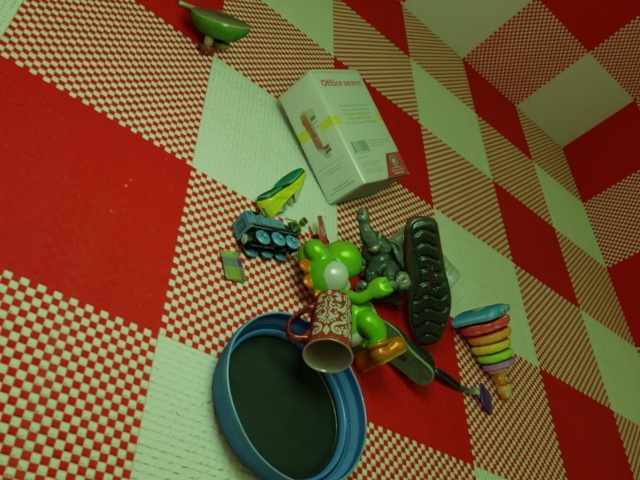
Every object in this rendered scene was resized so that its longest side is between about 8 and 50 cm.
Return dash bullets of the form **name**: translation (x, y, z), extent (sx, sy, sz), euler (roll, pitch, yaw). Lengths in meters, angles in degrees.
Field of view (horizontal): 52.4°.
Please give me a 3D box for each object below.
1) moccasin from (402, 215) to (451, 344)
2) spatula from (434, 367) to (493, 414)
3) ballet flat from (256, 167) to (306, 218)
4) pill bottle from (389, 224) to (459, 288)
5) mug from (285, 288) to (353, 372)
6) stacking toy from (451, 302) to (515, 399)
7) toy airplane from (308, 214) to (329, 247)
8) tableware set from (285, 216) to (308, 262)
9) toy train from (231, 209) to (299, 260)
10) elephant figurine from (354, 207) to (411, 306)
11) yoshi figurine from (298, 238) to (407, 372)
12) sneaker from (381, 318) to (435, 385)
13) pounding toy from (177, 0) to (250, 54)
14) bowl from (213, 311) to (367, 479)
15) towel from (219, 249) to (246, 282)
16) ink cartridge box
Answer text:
- **moccasin**: translation (0.298, 0.119, 1.933), extent (0.147, 0.139, 0.380), euler (138, -59, -85)
- **spatula**: translation (0.434, 0.442, 1.948), extent (0.296, 0.030, 0.084), euler (30, 43, -30)
- **ballet flat**: translation (-0.101, -0.126, 1.800), extent (0.231, 0.077, 0.077), euler (-46, 118, -53)
- **pill bottle**: translation (0.320, 0.063, 2.059), extent (0.229, 0.131, 0.131), euler (49, 35, -6)
- **mug**: translation (0.010, 0.190, 1.475), extent (0.150, 0.113, 0.169), euler (39, 33, -23)
- **stacking toy**: translation (0.555, 0.363, 2.084), extent (0.175, 0.166, 0.301), euler (-11, 84, -54)
- **toy airplane**: translation (0.000, 0.000, 1.802), extent (0.151, 0.028, 0.151), euler (-17, 90, -76)
- **tableware set**: translation (-0.041, 0.002, 1.787), extent (0.104, 0.024, 0.154), euler (17, 48, -41)
- **toy train**: translation (-0.133, -0.012, 1.647), extent (0.184, 0.080, 0.105), euler (9, 48, -45)
- **elephant figurine**: translation (0.172, 0.050, 1.864), extent (0.169, 0.186, 0.239), euler (1, 63, -20)
- **yoshi figurine**: translation (0.089, 0.141, 1.679), extent (0.362, 0.204, 0.203), euler (58, 10, 5)
- **sneaker**: translation (0.228, 0.301, 1.809), extent (0.222, 0.083, 0.118), euler (48, 15, 4)
- **pounding toy**: translation (-0.324, -0.627, 1.965), extent (0.183, 0.110, 0.237), euler (1, 30, -37)
- **bowl**: translation (-0.063, 0.346, 1.413), extent (0.391, 0.077, 0.391), euler (30, 40, -29)
- **towel**: translation (-0.209, 0.062, 1.550), extent (0.060, 0.009, 0.083), euler (10, 53, -44)
- **ink cartridge box**: translation (0.077, -0.332, 2.060), extent (0.279, 0.160, 0.384), euler (-17, 80, -51)
